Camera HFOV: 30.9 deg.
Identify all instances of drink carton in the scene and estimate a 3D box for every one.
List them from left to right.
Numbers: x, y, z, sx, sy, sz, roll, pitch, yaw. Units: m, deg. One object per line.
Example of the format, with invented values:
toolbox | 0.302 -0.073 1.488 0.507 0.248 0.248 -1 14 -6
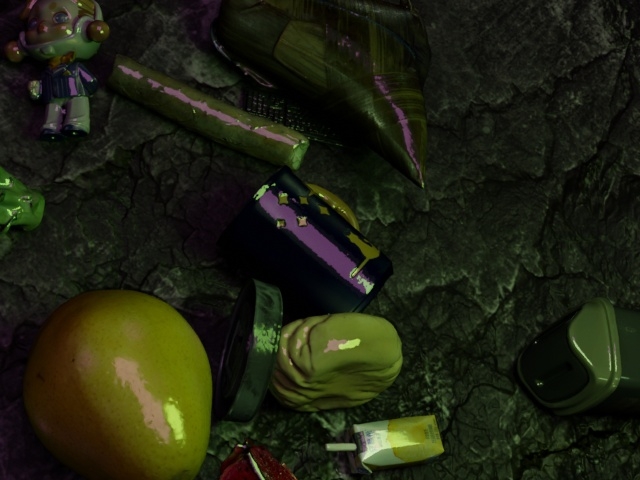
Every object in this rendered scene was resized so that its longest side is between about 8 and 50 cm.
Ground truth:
drink carton | 0.093 0.331 1.864 0.200 0.074 0.084 -3 66 -19

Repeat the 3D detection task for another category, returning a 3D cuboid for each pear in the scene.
pear | -0.287 0.225 1.657 0.285 0.284 0.336 4 25 -17

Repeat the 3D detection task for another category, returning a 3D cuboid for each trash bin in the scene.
trash bin | 0.505 0.210 1.987 0.290 0.209 0.182 10 61 -20

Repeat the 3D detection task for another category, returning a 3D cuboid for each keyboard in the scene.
keyboard | -0.031 -0.223 2.117 0.230 0.025 0.093 11 60 -13

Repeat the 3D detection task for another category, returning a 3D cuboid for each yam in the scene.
yam | -0.198 -0.221 2.030 0.372 0.083 0.083 23 61 -3

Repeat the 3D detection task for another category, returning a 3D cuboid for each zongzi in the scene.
zongzi | 0.003 -0.278 2.010 0.404 0.207 0.432 13 45 -12

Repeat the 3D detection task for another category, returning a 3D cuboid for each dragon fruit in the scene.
dragon fruit | -0.080 0.422 1.716 0.189 0.163 0.261 -32 90 -22

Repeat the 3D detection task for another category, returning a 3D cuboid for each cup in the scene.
cup | 0.004 -0.005 1.938 0.256 0.178 0.255 40 61 1

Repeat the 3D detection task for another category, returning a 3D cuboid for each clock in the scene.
clock | -0.112 0.171 1.787 0.049 0.226 0.226 13 62 -14

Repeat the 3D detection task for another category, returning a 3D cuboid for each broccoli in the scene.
broccoli | -0.549 -0.072 1.777 0.269 0.254 0.269 16 67 -43

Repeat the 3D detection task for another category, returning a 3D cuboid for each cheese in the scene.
cheese | 0.020 0.187 1.833 0.226 0.214 0.117 -5 63 -13

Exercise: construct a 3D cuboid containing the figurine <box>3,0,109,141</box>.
figurine | -0.426 -0.306 1.967 0.194 0.133 0.274 -32 70 15
